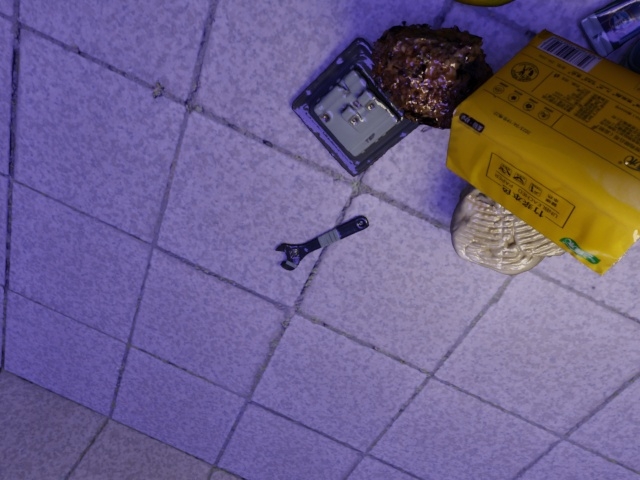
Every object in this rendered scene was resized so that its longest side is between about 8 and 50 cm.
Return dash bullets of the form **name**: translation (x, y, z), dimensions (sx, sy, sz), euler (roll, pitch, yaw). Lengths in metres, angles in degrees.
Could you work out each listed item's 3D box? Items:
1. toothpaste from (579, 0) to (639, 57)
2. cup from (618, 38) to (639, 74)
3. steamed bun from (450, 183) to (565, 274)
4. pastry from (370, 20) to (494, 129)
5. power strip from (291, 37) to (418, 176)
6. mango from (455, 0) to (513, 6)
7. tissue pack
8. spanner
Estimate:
- **toothpaste**: translation (0.707, -0.506, 0.921), dimensions (0.392, 0.061, 0.099), euler (-32, 111, 29)
- **cup**: translation (0.786, -0.268, 0.944), dimensions (0.310, 0.401, 0.392), euler (-41, 113, -8)
- **steamed bun**: translation (0.469, -0.072, 1.157), dimensions (0.275, 0.203, 0.289), euler (21, 103, 11)
- **pastry**: translation (0.239, -0.358, 1.008), dimensions (0.274, 0.275, 0.193), euler (28, 136, -4)
- **power strip**: translation (0.084, -0.304, 1.174), dimensions (0.251, 0.092, 0.257), euler (42, 124, -16)
- **mango**: translation (0.283, -0.575, 0.956), dimensions (0.316, 0.119, 0.176), euler (32, 123, -13)
- **tissue pack**: translation (0.478, -0.172, 0.914), dimensions (0.382, 0.293, 0.228), euler (42, 167, 26)
- **spanner**: translation (0.000, 0.000, 1.415), dimensions (0.315, 0.024, 0.087), euler (-26, 105, 26)
